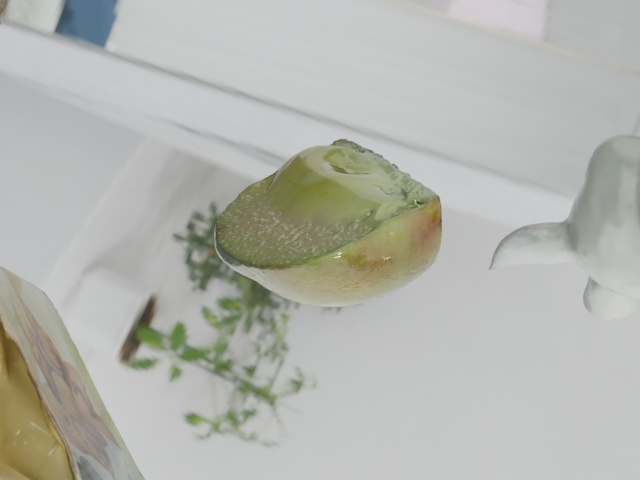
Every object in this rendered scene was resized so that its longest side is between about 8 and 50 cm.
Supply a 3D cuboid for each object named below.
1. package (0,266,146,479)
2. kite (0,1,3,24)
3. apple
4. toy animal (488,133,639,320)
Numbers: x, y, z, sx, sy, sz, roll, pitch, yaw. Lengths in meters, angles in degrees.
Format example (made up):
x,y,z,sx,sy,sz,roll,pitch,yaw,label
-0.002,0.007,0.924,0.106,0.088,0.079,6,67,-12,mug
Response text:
x,y,z,sx,sy,sz,roll,pitch,yaw,label
-0.247,0.137,1.000,0.165,0.221,0.311,-28,179,-6,package
-0.300,-0.099,1.090,0.198,0.006,0.244,-54,176,16,kite
0.000,0.000,1.360,0.193,0.265,0.120,-23,113,-13,apple
0.355,0.004,1.523,0.367,0.196,0.241,-10,-128,63,toy animal
